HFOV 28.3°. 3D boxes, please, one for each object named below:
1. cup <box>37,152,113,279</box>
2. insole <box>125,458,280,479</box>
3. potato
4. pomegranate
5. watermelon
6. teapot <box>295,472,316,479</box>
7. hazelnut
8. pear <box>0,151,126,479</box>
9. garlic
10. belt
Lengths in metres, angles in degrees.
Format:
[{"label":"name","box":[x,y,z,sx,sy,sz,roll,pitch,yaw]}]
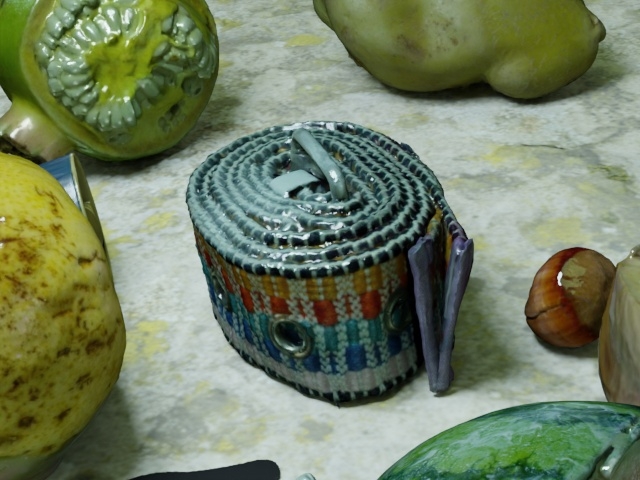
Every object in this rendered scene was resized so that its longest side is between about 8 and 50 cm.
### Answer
[{"label":"cup","box":[-0.279,0.018,1.169,0.155,0.131,0.176,-15,55,-3]},{"label":"insole","box":[-0.096,0.182,0.940,0.135,0.002,0.045,-10,31,-4]},{"label":"potato","box":[0.157,-0.268,1.485,0.351,0.203,0.218,14,22,11]},{"label":"pomegranate","box":[-0.262,-0.189,1.406,0.341,0.260,0.260,-46,42,-13]},{"label":"watermelon","box":[0.092,0.209,0.725,0.305,0.180,0.224,-41,-1,-39]},{"label":"teapot","box":[-0.115,0.246,0.705,0.294,0.129,0.193,-24,32,-26]},{"label":"hazelnut","box":[0.205,0.045,1.039,0.086,0.086,0.086,-6,30,3]},{"label":"pear","box":[-0.280,0.060,0.954,0.271,0.271,0.271,-6,30,3]},{"label":"garlic","box":[0.249,0.095,0.910,0.087,0.101,0.196,-2,31,1]},{"label":"belt","box":[0.000,0.000,1.076,0.206,0.161,0.295,-13,29,-9]}]
